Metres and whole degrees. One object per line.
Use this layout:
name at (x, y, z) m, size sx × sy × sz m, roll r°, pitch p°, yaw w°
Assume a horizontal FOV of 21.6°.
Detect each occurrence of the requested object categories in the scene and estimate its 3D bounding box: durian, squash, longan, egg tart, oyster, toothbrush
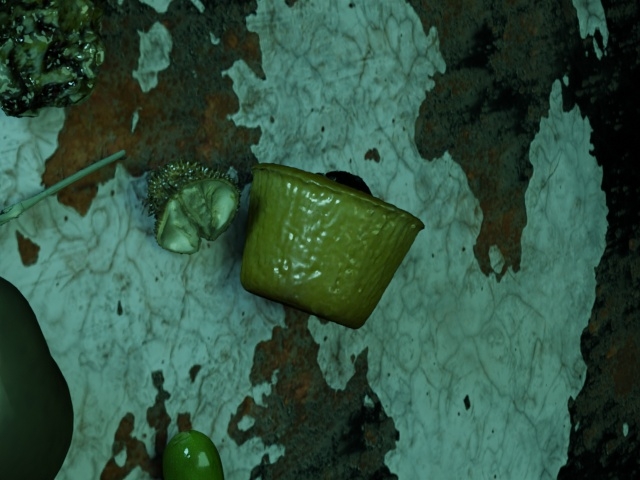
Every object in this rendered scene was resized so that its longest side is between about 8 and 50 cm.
durian at (-0.152, -0.049, 1.821) m, size 0.110 × 0.071 × 0.140 m, roll -43°, pitch 150°, yaw 0°
squash at (-0.130, 0.297, 1.856) m, size 0.066 × 0.066 × 0.201 m, roll -41°, pitch 128°, yaw -46°
longan at (-0.324, 0.139, 1.459) m, size 0.246 × 0.215 × 0.246 m, roll 22°, pitch 90°, yaw -82°
egg tart at (0.000, 0.000, 1.941) m, size 0.215 × 0.215 × 0.170 m, roll 25°, pitch 84°, yaw -51°
oyster at (-0.277, -0.232, 1.656) m, size 0.214 × 0.083 × 0.222 m, roll 48°, pitch 46°, yaw -45°
toothbrush at (-0.289, -0.041, 1.675) m, size 0.294 × 0.026 × 0.028 m, roll -27°, pitch 96°, yaw -51°
